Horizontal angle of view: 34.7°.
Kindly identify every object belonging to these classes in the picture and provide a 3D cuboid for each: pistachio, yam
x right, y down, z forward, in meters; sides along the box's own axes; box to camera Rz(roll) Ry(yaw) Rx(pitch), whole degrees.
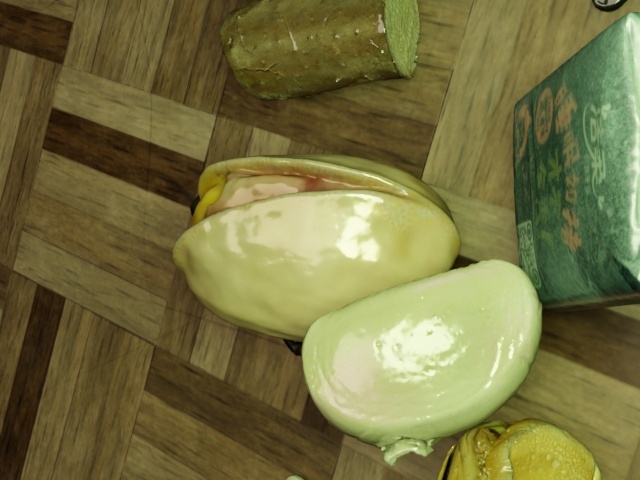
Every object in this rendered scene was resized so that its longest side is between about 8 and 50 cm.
[{"bbox_3d":[0.000,0.000,1.136,0.308,0.230,0.230,8,92,9],"label":"pistachio"},{"bbox_3d":[0.003,-0.239,1.216,0.238,0.129,0.128,-6,113,33],"label":"yam"}]

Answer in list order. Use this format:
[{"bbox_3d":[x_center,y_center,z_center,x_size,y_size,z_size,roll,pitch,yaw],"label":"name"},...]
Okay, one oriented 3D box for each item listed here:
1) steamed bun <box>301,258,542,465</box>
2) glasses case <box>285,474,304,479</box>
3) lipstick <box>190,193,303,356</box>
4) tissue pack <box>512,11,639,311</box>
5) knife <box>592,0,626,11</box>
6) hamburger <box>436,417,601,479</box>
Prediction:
[{"bbox_3d":[0.109,0.127,0.994,0.238,0.170,0.153,-16,70,1],"label":"steamed bun"},{"bbox_3d":[-0.041,0.332,1.277,0.032,0.021,0.083,30,104,33],"label":"glasses case"},{"bbox_3d":[-0.058,0.050,1.272,0.081,0.081,0.300,-47,66,23],"label":"lipstick"},{"bbox_3d":[0.258,-0.053,0.928,0.103,0.315,0.228,-2,85,-6],"label":"tissue pack"},{"bbox_3d":[0.331,-0.283,1.056,0.121,0.018,0.031,-45,66,22],"label":"knife"},{"bbox_3d":[0.199,0.277,1.004,0.108,0.213,0.214,-16,78,37],"label":"hamburger"}]
